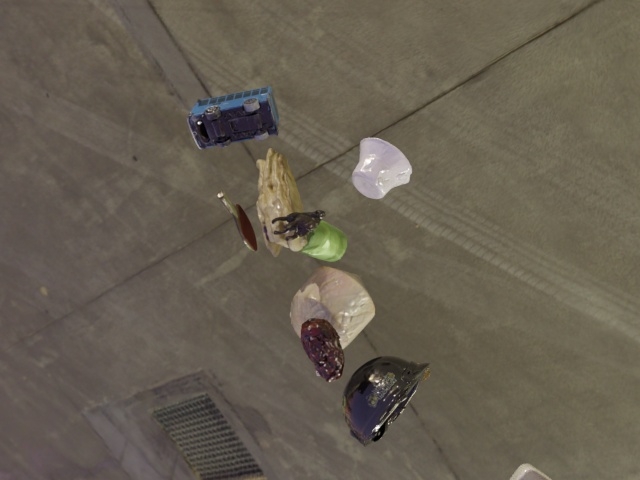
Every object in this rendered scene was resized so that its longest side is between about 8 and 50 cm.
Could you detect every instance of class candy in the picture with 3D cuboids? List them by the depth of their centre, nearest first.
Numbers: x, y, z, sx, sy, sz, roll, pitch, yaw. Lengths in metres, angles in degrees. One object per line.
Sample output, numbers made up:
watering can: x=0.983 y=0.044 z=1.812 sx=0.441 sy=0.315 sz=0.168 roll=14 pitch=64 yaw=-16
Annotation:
candy: x=0.000 y=0.000 z=2.010 sx=0.142 sy=0.343 sz=0.132 roll=-19 pitch=74 yaw=22

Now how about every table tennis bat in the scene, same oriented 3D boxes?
table tennis bat: x=-0.228 y=-0.057 z=1.409 sx=0.022 sy=0.131 sz=0.234 roll=-19 pitch=142 yaw=7

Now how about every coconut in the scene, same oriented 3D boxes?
coconut: x=0.050 y=0.234 z=1.805 sx=0.329 sy=0.329 sz=0.328 roll=13 pitch=120 yaw=23

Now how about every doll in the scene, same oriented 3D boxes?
doll: x=-0.053 y=-0.052 z=1.420 sx=0.139 sy=0.165 sz=0.057 roll=19 pitch=125 yaw=62

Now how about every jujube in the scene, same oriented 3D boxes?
jujube: x=0.008 y=0.271 z=1.259 sx=0.104 sy=0.104 sz=0.166 roll=-13 pitch=105 yaw=33

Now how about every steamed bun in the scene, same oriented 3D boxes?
steamed bun: x=-0.149 y=-0.098 z=1.736 sx=0.189 sy=0.428 sz=0.247 roll=-24 pitch=143 yaw=11

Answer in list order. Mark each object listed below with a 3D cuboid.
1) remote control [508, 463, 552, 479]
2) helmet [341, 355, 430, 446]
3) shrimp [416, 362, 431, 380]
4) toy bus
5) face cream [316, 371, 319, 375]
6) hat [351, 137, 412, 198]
remote control: x=0.380 y=0.561 z=1.007 sx=0.090 sy=0.049 sz=0.230 roll=35 pitch=88 yaw=-4
helmet: x=0.159 y=0.405 z=1.353 sx=0.160 sy=0.279 sz=0.230 roll=33 pitch=162 yaw=23
shrimp: x=0.336 y=0.544 z=2.019 sx=0.217 sy=0.150 sz=0.051 roll=-10 pitch=106 yaw=16
toy bus: x=-0.238 y=-0.343 z=1.393 sx=0.234 sy=0.133 sz=0.116 roll=-9 pitch=130 yaw=7
face cream: x=0.000 y=0.346 z=1.462 sx=0.038 sy=0.115 sz=0.020 roll=-27 pitch=119 yaw=18
hat: x=0.175 y=-0.213 z=1.578 sx=0.203 sy=0.126 sz=0.203 roll=34 pitch=160 yaw=14
